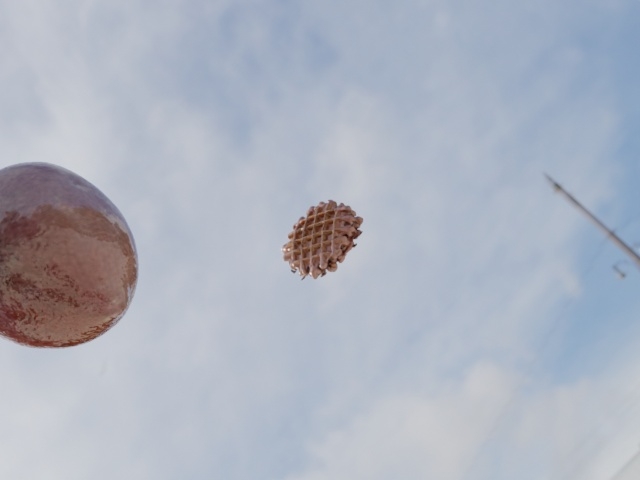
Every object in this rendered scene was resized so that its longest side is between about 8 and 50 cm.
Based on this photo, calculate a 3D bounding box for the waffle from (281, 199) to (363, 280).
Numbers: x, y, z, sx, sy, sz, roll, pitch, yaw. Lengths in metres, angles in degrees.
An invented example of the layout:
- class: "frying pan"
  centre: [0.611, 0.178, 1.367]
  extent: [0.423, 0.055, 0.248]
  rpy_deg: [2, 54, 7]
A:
- class: "waffle"
  centre: [0.000, 0.000, 1.211]
  extent: [0.029, 0.075, 0.083]
  rpy_deg: [40, -98, -38]

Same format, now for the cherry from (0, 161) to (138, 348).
- class: "cherry"
  centre: [-0.327, 0.023, 1.612]
  extent: [0.239, 0.239, 0.206]
  rpy_deg: [-54, 3, 19]
